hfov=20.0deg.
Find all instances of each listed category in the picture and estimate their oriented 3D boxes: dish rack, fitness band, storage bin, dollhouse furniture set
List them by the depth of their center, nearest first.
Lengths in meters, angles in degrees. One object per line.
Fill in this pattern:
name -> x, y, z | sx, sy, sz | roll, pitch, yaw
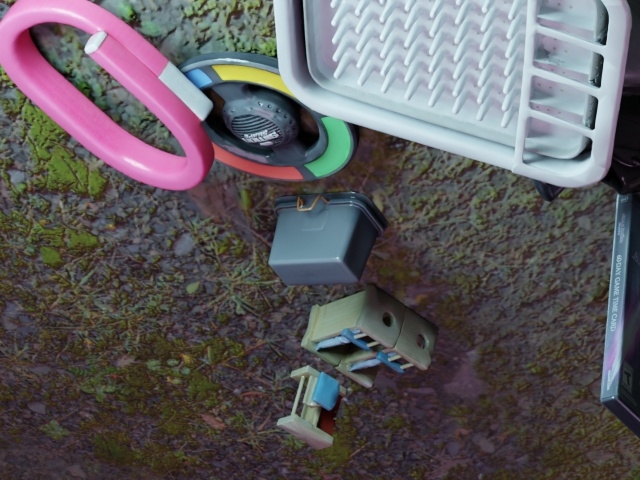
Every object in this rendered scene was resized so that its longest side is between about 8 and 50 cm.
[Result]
dish rack -> 0.121, -0.195, 1.643 | 0.333, 0.072, 0.285 | 17, 146, 15
fitness band -> -0.239, -0.164, 2.045 | 0.291, 0.054, 0.209 | 43, 149, -23
storage bin -> 0.000, 0.000, 2.207 | 0.135, 0.091, 0.098 | -4, 144, 30
dollhouse furniture set -> 0.052, 0.180, 2.388 | 0.129, 0.184, 0.129 | 33, 146, -27

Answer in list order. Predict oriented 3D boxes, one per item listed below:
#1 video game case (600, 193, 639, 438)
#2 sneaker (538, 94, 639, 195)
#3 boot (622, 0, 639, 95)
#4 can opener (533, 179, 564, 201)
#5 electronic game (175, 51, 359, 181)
video game case -> 0.377, 0.107, 2.006 | 0.026, 0.274, 0.196 | -17, 136, 36
sneaker -> 0.333, -0.106, 1.793 | 0.286, 0.130, 0.109 | -5, 147, 9
boot -> 0.213, -0.259, 1.639 | 0.338, 0.118, 0.223 | 15, 149, -1
can opener -> 0.256, -0.119, 1.911 | 0.059, 0.073, 0.186 | 13, 142, 23
electronic game -> -0.067, -0.138, 2.052 | 0.229, 0.048, 0.229 | 12, 150, 7
